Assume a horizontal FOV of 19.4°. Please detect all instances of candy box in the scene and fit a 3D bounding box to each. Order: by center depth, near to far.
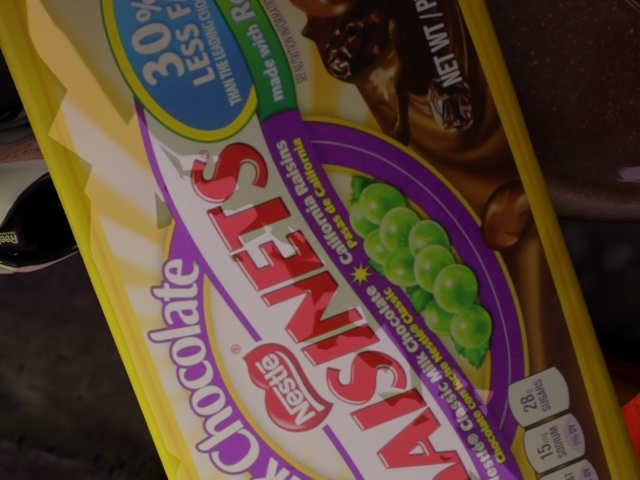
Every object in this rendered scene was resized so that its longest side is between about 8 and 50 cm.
[{"bbox_3d":[0.000,0.000,0.425,0.105,0.027,0.206,-21,102,-2],"label":"candy box"}]

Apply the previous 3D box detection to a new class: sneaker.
[{"bbox_3d":[-0.094,-0.009,0.481,0.109,0.044,0.040,-18,126,8],"label":"sneaker"}]

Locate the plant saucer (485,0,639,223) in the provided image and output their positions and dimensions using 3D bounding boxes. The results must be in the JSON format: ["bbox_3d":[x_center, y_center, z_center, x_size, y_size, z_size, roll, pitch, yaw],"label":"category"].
[{"bbox_3d":[0.088,-0.078,0.457,0.198,0.036,0.199,-3,125,-4],"label":"plant saucer"}]

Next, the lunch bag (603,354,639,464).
[{"bbox_3d":[0.086,0.138,0.553,0.293,0.120,0.258,18,120,-16],"label":"lunch bag"}]
